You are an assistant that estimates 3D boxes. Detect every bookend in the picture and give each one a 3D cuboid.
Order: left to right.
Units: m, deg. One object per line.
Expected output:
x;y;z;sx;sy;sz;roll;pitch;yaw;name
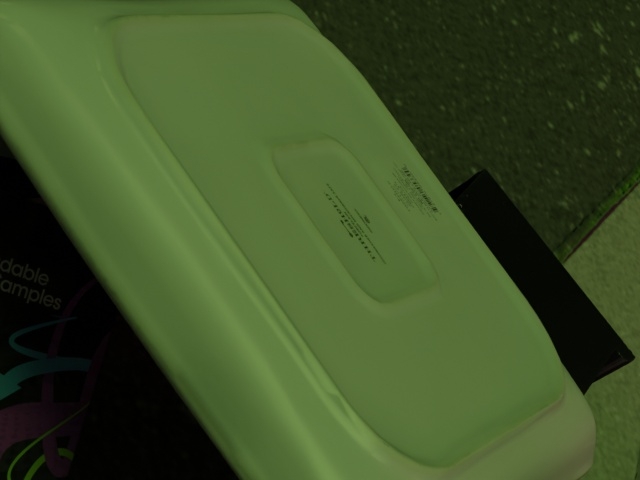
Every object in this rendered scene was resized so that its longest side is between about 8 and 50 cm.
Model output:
0.095;0.064;1.187;0.157;0.072;0.156;50;40;-6;bookend

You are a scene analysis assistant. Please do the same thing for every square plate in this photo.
0.000;0.000;0.978;0.347;0.049;0.344;55;25;9;square plate

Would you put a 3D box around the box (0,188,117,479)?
-0.161;0.057;0.921;0.116;0.029;0.162;21;78;-33;box

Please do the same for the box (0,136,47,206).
-0.188;-0.067;1.003;0.126;0.072;0.137;-3;67;-45;box
